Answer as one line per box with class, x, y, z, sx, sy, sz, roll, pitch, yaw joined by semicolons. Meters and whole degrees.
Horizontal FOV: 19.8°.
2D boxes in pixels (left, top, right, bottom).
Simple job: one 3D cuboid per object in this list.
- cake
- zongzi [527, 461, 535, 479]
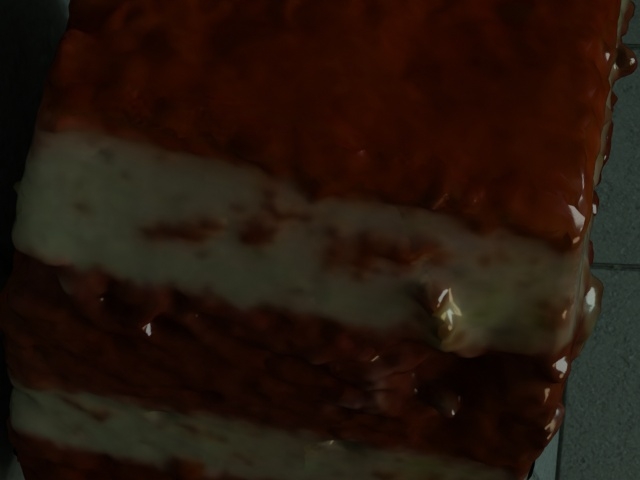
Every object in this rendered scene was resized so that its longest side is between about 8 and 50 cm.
cake;0.002;-0.025;0.893;0.319;0.270;0.269;99;4;-51
zongzi;0.013;0.112;1.236;0.362;0.319;0.383;-50;-151;35
